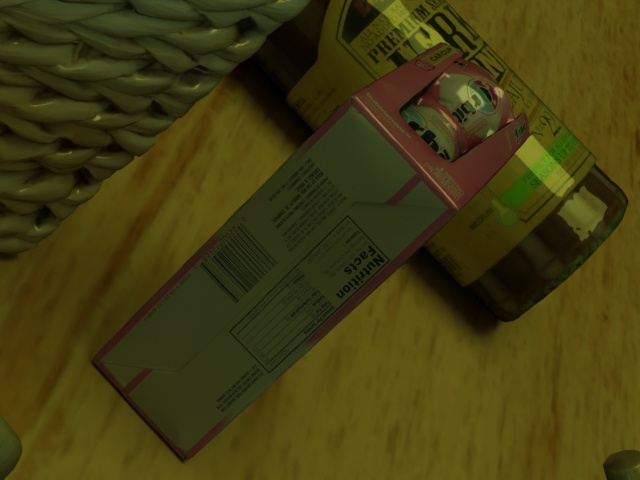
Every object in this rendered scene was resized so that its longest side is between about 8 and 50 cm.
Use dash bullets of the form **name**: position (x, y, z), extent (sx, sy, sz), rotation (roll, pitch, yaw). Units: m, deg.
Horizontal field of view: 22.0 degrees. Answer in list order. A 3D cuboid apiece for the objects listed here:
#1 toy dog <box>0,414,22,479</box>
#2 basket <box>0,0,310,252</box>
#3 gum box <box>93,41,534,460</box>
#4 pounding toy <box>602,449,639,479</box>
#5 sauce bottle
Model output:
- **toy dog**: position (-0.066, 0.161, 0.409), extent (0.333, 0.220, 0.161), rotation (57, -6, 18)
- **basket**: position (-0.193, -0.192, 0.610), extent (0.328, 0.266, 0.331), rotation (6, 48, -49)
- **gum box**: position (0.000, 0.000, 0.704), extent (0.062, 0.188, 0.107), rotation (47, 30, 1)
- **pounding toy**: position (0.070, 0.217, 0.606), extent (0.183, 0.110, 0.237), rotation (60, 41, -18)
- **sauce bottle**: position (0.026, -0.107, 0.954), extent (0.344, 0.111, 0.111), rotation (45, 29, -1)
